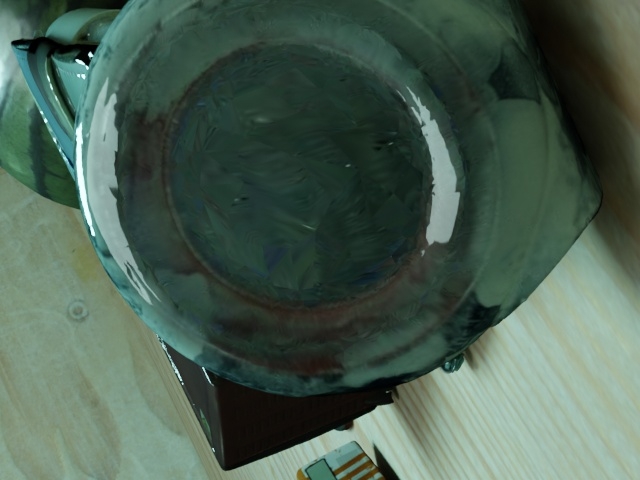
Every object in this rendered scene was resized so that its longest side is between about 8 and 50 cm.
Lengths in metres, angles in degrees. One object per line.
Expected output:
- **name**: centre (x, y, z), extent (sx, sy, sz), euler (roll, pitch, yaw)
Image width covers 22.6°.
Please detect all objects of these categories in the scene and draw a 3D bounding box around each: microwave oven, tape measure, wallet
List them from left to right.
- **wallet**: centre (-0.127, -0.067, 1.060), extent (0.176, 0.075, 0.250), euler (67, 165, -18)
- **microwave oven**: centre (-0.060, 0.058, 1.479), extent (0.188, 0.178, 0.247), euler (86, 159, -56)
- **tape measure**: centre (0.010, -0.052, 0.860), extent (0.256, 0.275, 0.147), euler (66, -161, -10)

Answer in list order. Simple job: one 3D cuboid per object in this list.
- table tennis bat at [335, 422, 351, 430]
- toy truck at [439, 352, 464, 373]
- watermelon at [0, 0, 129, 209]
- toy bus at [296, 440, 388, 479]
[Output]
- **table tennis bat**: centre (-0.021, 0.134, 1.816), extent (0.274, 0.021, 0.154), euler (-166, 55, -72)
- **toy truck**: centre (0.074, 0.065, 1.193), extent (0.077, 0.076, 0.111), euler (26, 156, 10)
- **watermelon**: centre (-0.165, -0.171, 1.312), extent (0.279, 0.279, 0.359), euler (64, 161, 20)
- **toy bus**: centre (0.090, 0.341, 1.514), extent (0.409, 0.092, 0.093), euler (-127, 18, -55)
